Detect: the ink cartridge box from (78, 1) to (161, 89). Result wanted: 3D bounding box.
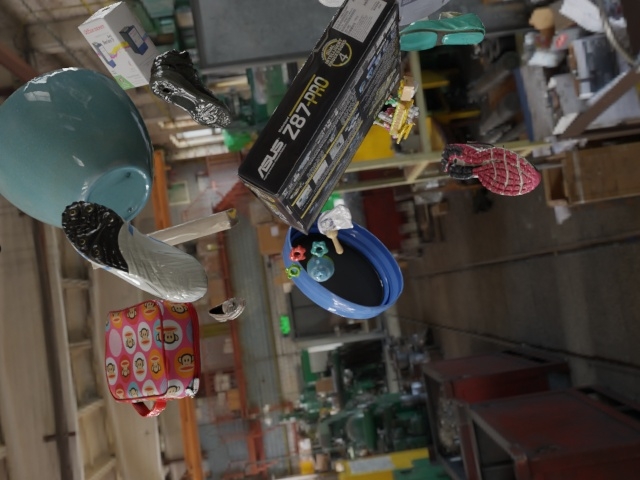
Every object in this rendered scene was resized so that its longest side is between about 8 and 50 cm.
[{"bbox_3d":[-0.545,-0.535,1.991,0.154,0.093,0.212,4,134,46],"label":"ink cartridge box"}]

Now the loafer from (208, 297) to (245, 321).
[{"bbox_3d":[-0.222,0.162,1.693,0.125,0.039,0.045,-29,45,49],"label":"loafer"}]

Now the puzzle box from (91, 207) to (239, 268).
[{"bbox_3d":[-0.449,-0.012,2.134,0.272,0.408,0.052,-94,-13,-85],"label":"puzzle box"}]

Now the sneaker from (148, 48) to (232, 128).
[{"bbox_3d":[-0.280,-0.341,1.592,0.227,0.087,0.130,28,-133,-43],"label":"sneaker"}]

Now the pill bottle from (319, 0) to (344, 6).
[{"bbox_3d":[0.013,-0.709,1.697,0.162,0.162,0.278,90,156,-77],"label":"pill bottle"}]

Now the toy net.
[{"bbox_3d":[0.000,0.000,1.710,0.045,0.122,0.232,-90,18,-59],"label":"toy net"}]

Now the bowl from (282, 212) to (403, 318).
[{"bbox_3d":[0.065,0.076,2.175,0.077,0.391,0.391,-57,28,34],"label":"bowl"}]

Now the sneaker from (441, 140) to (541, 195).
[{"bbox_3d":[0.458,-0.205,1.898,0.299,0.112,0.121,30,125,49],"label":"sneaker"}]

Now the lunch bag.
[{"bbox_3d":[-0.390,0.273,1.651,0.293,0.120,0.258,-14,78,47],"label":"lunch bag"}]

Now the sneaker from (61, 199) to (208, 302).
[{"bbox_3d":[-0.277,0.023,1.072,0.085,0.237,0.086,-62,9,-18],"label":"sneaker"}]

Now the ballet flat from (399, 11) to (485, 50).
[{"bbox_3d":[0.302,-0.550,1.877,0.083,0.247,0.087,94,169,-66],"label":"ballet flat"}]

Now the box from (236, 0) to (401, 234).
[{"bbox_3d":[0.018,-0.224,1.334,0.395,0.097,0.318,-59,-14,-5],"label":"box"}]

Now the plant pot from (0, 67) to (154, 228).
[{"bbox_3d":[-0.410,-0.127,1.274,0.195,0.290,0.290,42,156,28],"label":"plant pot"}]

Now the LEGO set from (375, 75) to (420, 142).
[{"bbox_3d":[0.180,-0.333,1.830,0.132,0.107,0.287,-62,-11,0],"label":"LEGO set"}]

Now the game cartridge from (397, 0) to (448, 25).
[{"bbox_3d":[0.236,-0.610,1.672,0.060,0.294,0.196,35,139,28],"label":"game cartridge"}]
